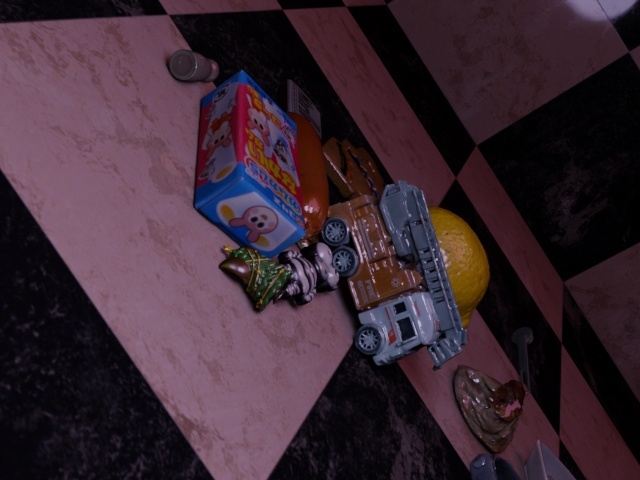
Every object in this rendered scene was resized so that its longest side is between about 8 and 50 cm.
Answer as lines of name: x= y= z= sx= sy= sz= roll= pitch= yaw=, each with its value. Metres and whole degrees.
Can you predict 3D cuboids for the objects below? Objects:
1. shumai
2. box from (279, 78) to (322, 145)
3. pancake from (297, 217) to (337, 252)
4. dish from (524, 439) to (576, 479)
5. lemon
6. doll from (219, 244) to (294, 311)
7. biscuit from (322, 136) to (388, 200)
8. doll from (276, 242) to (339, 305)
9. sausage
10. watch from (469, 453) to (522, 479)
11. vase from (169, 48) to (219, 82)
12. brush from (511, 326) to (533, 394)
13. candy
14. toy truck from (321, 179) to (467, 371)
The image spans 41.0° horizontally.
shumai: x=0.367 y=0.334 z=1.790 sx=0.201 sy=0.120 sz=0.201 roll=42 pitch=28 yaw=-29
box: x=-0.040 y=-0.253 z=1.801 sx=0.115 sy=0.036 sz=0.177 roll=45 pitch=25 yaw=-32
pancake: x=0.000 y=0.000 z=1.561 sx=0.158 sy=0.028 sz=0.158 roll=44 pitch=30 yaw=-33
dish: x=0.526 y=0.568 z=1.893 sx=0.234 sy=0.064 sz=0.154 roll=47 pitch=24 yaw=-24
lemon: x=0.216 y=0.059 z=1.686 sx=0.253 sy=0.228 sz=0.228 roll=57 pitch=22 yaw=-11
doll: x=-0.090 y=0.040 z=1.254 sx=0.113 sy=0.077 sz=0.078 roll=55 pitch=31 yaw=-6
biscuit: x=0.088 y=-0.132 z=1.903 sx=0.301 sy=0.043 sz=0.278 roll=28 pitch=36 yaw=-52
doll: x=-0.020 y=0.053 z=1.398 sx=0.091 sy=0.067 sz=0.219 roll=67 pitch=21 yaw=3
sausage: x=-0.040 y=-0.130 z=1.551 sx=0.097 sy=0.094 sz=0.348 roll=22 pitch=37 yaw=-22
watch: x=0.360 y=0.512 z=1.613 sx=0.193 sy=0.068 sz=0.206 roll=46 pitch=21 yaw=-21
vase: x=-0.213 y=-0.296 z=1.464 sx=0.053 sy=0.053 sz=0.101 roll=60 pitch=18 yaw=4
brush: x=0.542 y=0.324 z=2.278 sx=0.027 sy=0.062 sz=0.266 roll=55 pitch=26 yaw=-24
candy: x=-0.113 y=-0.126 z=1.394 sx=0.157 sy=0.100 sz=0.305 roll=44 pitch=27 yaw=-34
toy truck: x=0.139 y=0.073 z=1.519 sx=0.133 sy=0.184 sz=0.338 roll=6 pitch=64 yaw=-65
